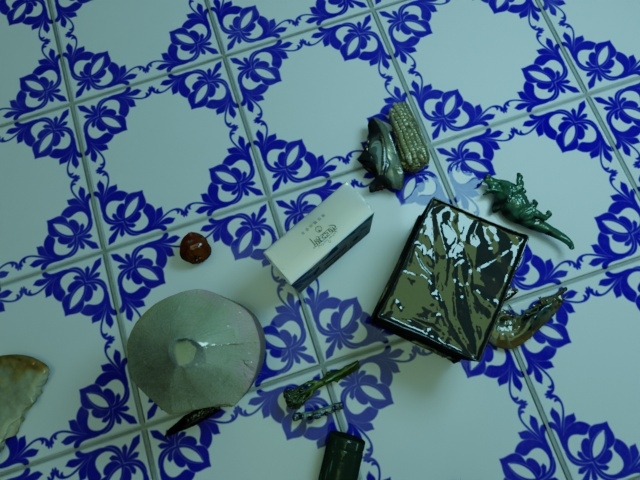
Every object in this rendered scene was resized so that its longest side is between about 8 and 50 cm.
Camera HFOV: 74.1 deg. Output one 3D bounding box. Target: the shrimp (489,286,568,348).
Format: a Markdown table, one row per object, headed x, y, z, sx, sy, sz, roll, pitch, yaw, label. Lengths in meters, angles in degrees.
| x | y | z | sx | sy | sz | roll | pitch | yaw | label |
| --- | --- | --- | --- | --- | --- | --- | --- | --- | --- |
| 0.536 | 0.181 | 1.125 | 0.251 | 0.052 | 0.143 | -33 | 76 | -4 | shrimp |

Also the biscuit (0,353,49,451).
| x | y | z | sx | sy | sz | roll | pitch | yaw | label |
| --- | --- | --- | --- | --- | --- | --- | --- | --- | --- |
| -0.875 | 0.437 | 1.129 | 0.205 | 0.040 | 0.308 | 27 | 80 | 7 | biscuit |

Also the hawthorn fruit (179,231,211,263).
| x | y | z | sx | sy | sz | roll | pitch | yaw | label |
| --- | --- | --- | --- | --- | --- | --- | --- | --- | --- |
| -0.351 | 0.019 | 1.184 | 0.093 | 0.093 | 0.093 | 0 | 78 | 2 | hawthorn fruit |

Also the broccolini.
| x | y | z | sx | sy | sz | roll | pitch | yaw | label |
| --- | --- | --- | --- | --- | --- | --- | --- | --- | --- |
| 0.009 | 0.379 | 1.107 | 0.216 | 0.067 | 0.058 | -20 | 81 | -11 | broccolini |

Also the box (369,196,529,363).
| x | y | z | sx | sy | sz | roll | pitch | yaw | label |
| --- | --- | --- | --- | --- | --- | --- | --- | --- | --- |
| 0.311 | 0.104 | 1.071 | 0.251 | 0.204 | 0.345 | 24 | 80 | 7 | box |

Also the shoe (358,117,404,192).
| x | y | z | sx | sy | sz | roll | pitch | yaw | label |
| --- | --- | --- | --- | --- | --- | --- | --- | --- | --- |
| 0.161 | -0.238 | 1.211 | 0.112 | 0.099 | 0.227 | -22 | 79 | 5 | shoe |

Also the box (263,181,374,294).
| x | y | z | sx | sy | sz | roll | pitch | yaw | label |
| --- | --- | --- | --- | --- | --- | --- | --- | --- | --- |
| 0.002 | 0.002 | 1.106 | 0.274 | 0.203 | 0.116 | -41 | 79 | -7 | box |

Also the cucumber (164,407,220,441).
| x | y | z | sx | sy | sz | roll | pitch | yaw | label |
| --- | --- | --- | --- | --- | --- | --- | --- | --- | --- |
| -0.341 | 0.468 | 1.106 | 0.163 | 0.043 | 0.039 | -26 | 41 | -5 | cucumber |

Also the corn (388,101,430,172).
| x | y | z | sx | sy | sz | roll | pitch | yaw | label |
| --- | --- | --- | --- | --- | --- | --- | --- | --- | --- |
| 0.254 | -0.297 | 1.228 | 0.087 | 0.087 | 0.210 | -13 | 71 | -1 | corn |

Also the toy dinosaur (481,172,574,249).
| x | y | z | sx | sy | sz | roll | pitch | yaw | label |
| --- | --- | --- | --- | --- | --- | --- | --- | --- | --- |
| 0.576 | -0.093 | 1.171 | 0.292 | 0.079 | 0.120 | 31 | 86 | 11 | toy dinosaur |

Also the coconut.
| x | y | z | sx | sy | sz | roll | pitch | yaw | label |
| --- | --- | --- | --- | --- | --- | --- | --- | --- | --- |
| -0.282 | 0.263 | 1.006 | 0.298 | 0.309 | 0.297 | -1 | 78 | 3 | coconut |

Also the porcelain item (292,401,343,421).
| x | y | z | sx | sy | sz | roll | pitch | yaw | label |
| --- | --- | --- | --- | --- | --- | --- | --- | --- | --- |
| -0.007 | 0.440 | 1.077 | 0.136 | 0.075 | 0.021 | -14 | 77 | 0 | porcelain item |

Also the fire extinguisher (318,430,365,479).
| x | y | z | sx | sy | sz | roll | pitch | yaw | label |
| --- | --- | --- | --- | --- | --- | --- | --- | --- | --- |
| 0.035 | 0.634 | 1.026 | 0.115 | 0.095 | 0.311 | 21 | 77 | -24 | fire extinguisher |
